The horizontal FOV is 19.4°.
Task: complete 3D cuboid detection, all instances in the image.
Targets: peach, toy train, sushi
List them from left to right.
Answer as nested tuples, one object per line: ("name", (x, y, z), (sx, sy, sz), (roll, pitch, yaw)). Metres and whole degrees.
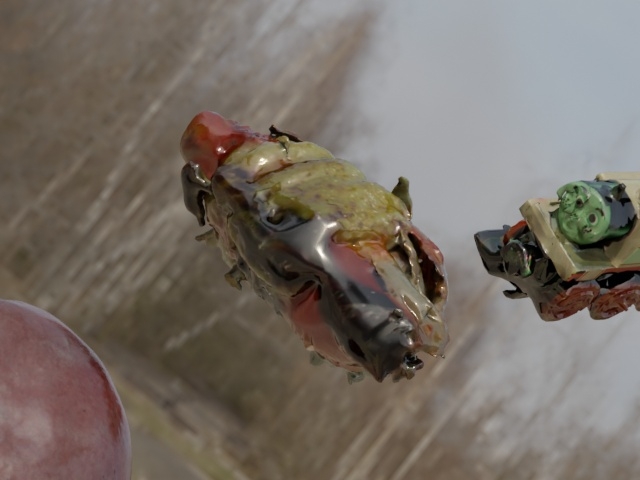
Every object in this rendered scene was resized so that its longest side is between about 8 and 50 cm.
("peach", (-0.153, 0.099, 0.846), (0.152, 0.152, 0.152), (39, -5, 4))
("sushi", (0.001, 0.002, 1.013), (0.226, 0.097, 0.103), (47, -20, 34))
("toy train", (0.175, -0.005, 0.811), (0.249, 0.085, 0.053), (-2, 57, -40))
